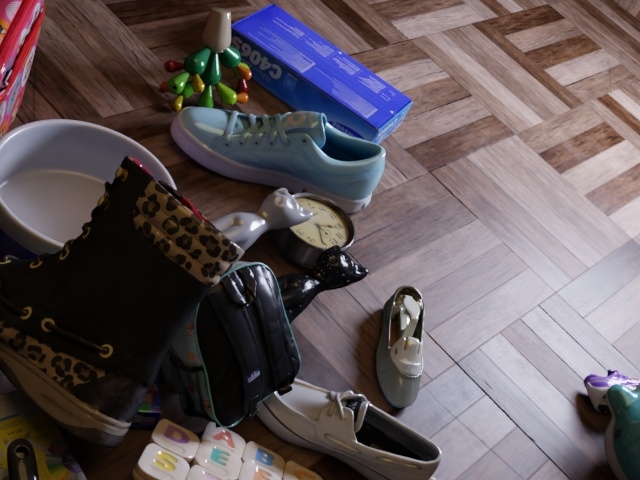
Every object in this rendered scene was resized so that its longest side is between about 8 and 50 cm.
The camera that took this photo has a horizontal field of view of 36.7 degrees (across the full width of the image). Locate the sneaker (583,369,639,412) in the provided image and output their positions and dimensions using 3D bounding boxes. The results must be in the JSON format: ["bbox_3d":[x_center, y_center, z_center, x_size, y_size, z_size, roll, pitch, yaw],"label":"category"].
[{"bbox_3d":[0.511,0.242,1.595,0.170,0.068,0.071,9,35,-26],"label":"sneaker"}]

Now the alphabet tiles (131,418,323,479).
[{"bbox_3d":[-0.075,0.299,1.111,0.284,0.021,0.278,27,12,-3],"label":"alphabet tiles"}]

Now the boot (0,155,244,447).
[{"bbox_3d":[-0.294,0.024,1.133,0.377,0.284,0.138,38,0,23],"label":"boot"}]

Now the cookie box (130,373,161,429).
[{"bbox_3d":[-0.250,0.180,1.210,0.092,0.040,0.107,9,43,-23],"label":"cookie box"}]

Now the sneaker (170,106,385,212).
[{"bbox_3d":[-0.061,-0.174,1.616,0.366,0.150,0.135,16,40,-16],"label":"sneaker"}]

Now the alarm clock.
[{"bbox_3d":[0.000,0.000,1.536,0.192,0.064,0.129,44,41,21],"label":"alarm clock"}]

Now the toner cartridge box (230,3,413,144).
[{"bbox_3d":[-0.008,-0.312,1.853,0.348,0.075,0.165,37,41,8],"label":"toner cartridge box"}]

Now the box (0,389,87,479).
[{"bbox_3d":[-0.332,0.255,1.081,0.105,0.043,0.179,-13,54,-41],"label":"box"}]

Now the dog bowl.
[{"bbox_3d":[-0.339,-0.044,1.344,0.265,0.104,0.264,17,41,-16],"label":"dog bowl"}]

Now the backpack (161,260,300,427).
[{"bbox_3d":[-0.125,0.116,1.219,0.144,0.188,0.166,16,34,41],"label":"backpack"}]

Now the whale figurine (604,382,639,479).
[{"bbox_3d":[0.546,0.267,1.477,0.216,0.141,0.272,26,63,-7],"label":"whale figurine"}]

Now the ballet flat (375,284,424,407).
[{"bbox_3d":[0.124,0.151,1.449,0.072,0.068,0.213,19,41,-13],"label":"ballet flat"}]

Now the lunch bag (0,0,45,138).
[{"bbox_3d":[-0.479,-0.258,1.363,0.120,0.258,0.293,18,41,-14],"label":"lunch bag"}]

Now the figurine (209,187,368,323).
[{"bbox_3d":[-0.068,0.022,1.414,0.209,0.092,0.215,-28,64,-30],"label":"figurine"}]

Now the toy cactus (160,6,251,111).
[{"bbox_3d":[-0.191,-0.315,1.675,0.112,0.180,0.219,31,29,33],"label":"toy cactus"}]

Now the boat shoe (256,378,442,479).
[{"bbox_3d":[0.035,0.244,1.278,0.268,0.088,0.096,32,40,4],"label":"boat shoe"}]

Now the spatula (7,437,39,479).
[{"bbox_3d":[-0.291,0.347,0.985,0.084,0.030,0.296,1,66,-32],"label":"spatula"}]

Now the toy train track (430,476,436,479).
[{"bbox_3d":[0.144,0.348,1.295,0.048,0.014,0.083,29,39,-1],"label":"toy train track"}]
